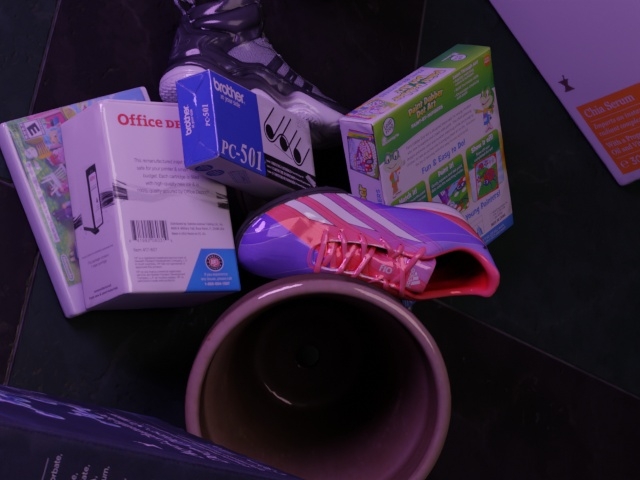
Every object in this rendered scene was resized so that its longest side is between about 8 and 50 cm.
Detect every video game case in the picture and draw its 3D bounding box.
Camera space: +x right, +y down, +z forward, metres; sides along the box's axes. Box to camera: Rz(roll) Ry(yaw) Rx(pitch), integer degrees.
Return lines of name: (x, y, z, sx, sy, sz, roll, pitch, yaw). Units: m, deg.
video game case: (-0.227, -0.045, 1.691, 0.193, 0.023, 0.212, -21, 90, -42)

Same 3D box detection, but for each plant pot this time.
plant pot: (-0.008, 0.143, 1.654, 0.263, 0.229, 0.263, -1, 102, -3)

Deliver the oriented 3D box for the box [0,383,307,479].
box: (-0.258, 0.244, 1.358, 0.395, 0.293, 0.212, 17, 86, -36)

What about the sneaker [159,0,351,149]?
sneaker: (-0.060, -0.201, 1.829, 0.269, 0.101, 0.153, 14, 68, -36)

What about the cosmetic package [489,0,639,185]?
cosmetic package: (0.401, -0.316, 2.171, 0.453, 0.230, 0.161, 52, 51, -14)

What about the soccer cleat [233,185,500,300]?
soccer cleat: (0.056, 0.014, 1.742, 0.318, 0.108, 0.116, 2, 31, -35)

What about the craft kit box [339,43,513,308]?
craft kit box: (0.134, -0.079, 1.922, 0.250, 0.061, 0.246, -35, 127, -42)

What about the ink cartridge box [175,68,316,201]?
ink cartridge box: (-0.075, -0.104, 1.693, 0.207, 0.046, 0.097, 22, 57, -58)

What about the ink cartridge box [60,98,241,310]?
ink cartridge box: (-0.177, -0.036, 1.656, 0.148, 0.086, 0.203, 1, 75, -41)

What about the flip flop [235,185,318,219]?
flip flop: (0.000, 0.000, 1.829, 0.112, 0.080, 0.277, -37, 101, -41)
